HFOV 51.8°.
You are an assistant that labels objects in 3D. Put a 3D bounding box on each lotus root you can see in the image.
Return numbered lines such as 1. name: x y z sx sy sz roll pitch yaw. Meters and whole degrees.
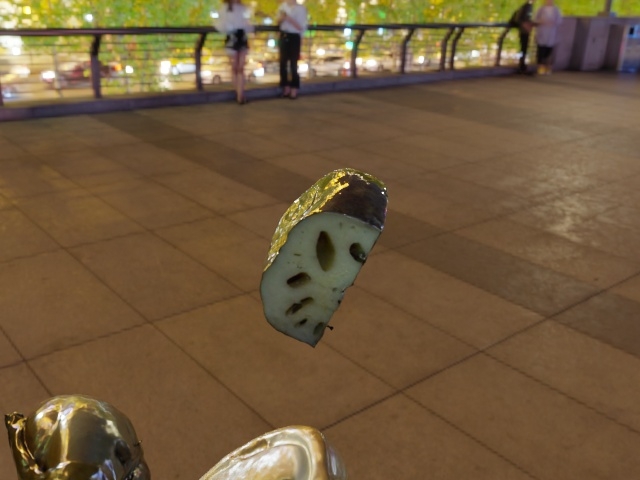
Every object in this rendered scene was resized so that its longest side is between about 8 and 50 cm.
1. lotus root: 0.007 -0.016 1.087 0.149 0.267 0.260 24 36 -5

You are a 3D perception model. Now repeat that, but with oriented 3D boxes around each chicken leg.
1. chicken leg: -0.291 0.311 0.772 0.153 0.201 0.429 -45 21 -3

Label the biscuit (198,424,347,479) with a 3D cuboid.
1. biscuit: -0.066 0.337 0.557 0.287 0.057 0.343 -37 38 16
